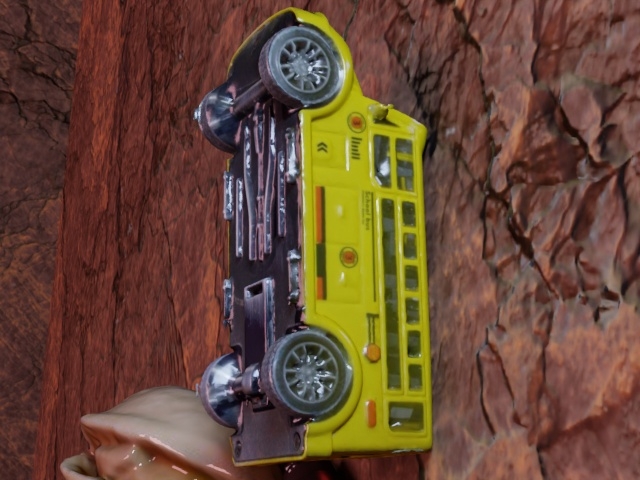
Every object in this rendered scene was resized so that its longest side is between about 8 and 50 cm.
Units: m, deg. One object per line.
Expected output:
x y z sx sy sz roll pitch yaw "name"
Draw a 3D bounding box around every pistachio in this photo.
-0.131 0.241 1.120 0.318 0.213 0.194 2 66 60 "pistachio"

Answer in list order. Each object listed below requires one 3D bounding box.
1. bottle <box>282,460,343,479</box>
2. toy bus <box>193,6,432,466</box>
0.010 0.233 0.944 0.164 0.060 0.060 -119 39 -57 "bottle"
0.000 0.000 0.897 0.144 0.152 0.330 -24 64 61 "toy bus"
